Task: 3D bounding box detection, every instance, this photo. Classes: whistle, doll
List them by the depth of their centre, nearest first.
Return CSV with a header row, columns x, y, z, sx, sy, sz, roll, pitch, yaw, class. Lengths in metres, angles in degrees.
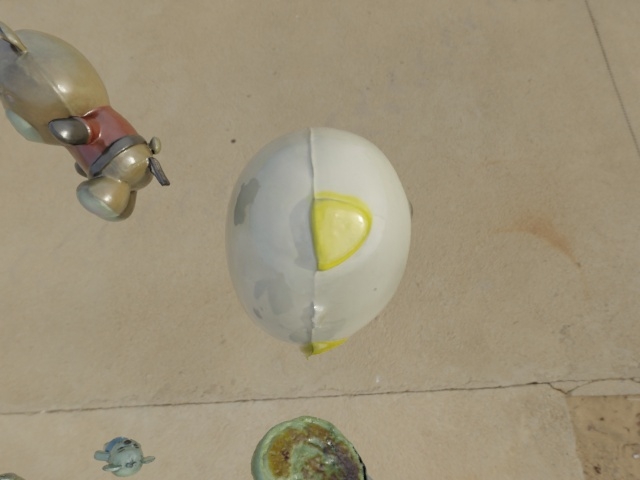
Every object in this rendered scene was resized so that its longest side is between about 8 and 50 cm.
x,y,z,sx,sy,sz,roll,pitch,yaw,class
-0.401,-0.195,0.693,0.174,0.235,0.330,-38,102,-11,doll
-0.496,0.525,1.020,0.114,0.236,0.077,5,77,-37,whistle

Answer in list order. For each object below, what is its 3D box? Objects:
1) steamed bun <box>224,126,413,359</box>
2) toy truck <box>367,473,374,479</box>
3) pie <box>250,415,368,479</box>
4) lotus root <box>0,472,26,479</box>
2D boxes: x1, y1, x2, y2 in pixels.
x,y,z,sx,sy,sz,roll,pitch,yaw,class
-0.007,0.000,0.695,0.334,0.373,0.333,1,42,-1,steamed bun
0.118,0.567,0.820,0.257,0.108,0.140,20,89,53,toy truck
-0.015,0.451,0.807,0.241,0.054,0.240,17,28,-9,pie
-0.560,0.477,0.739,0.113,0.192,0.088,27,47,-8,lotus root
